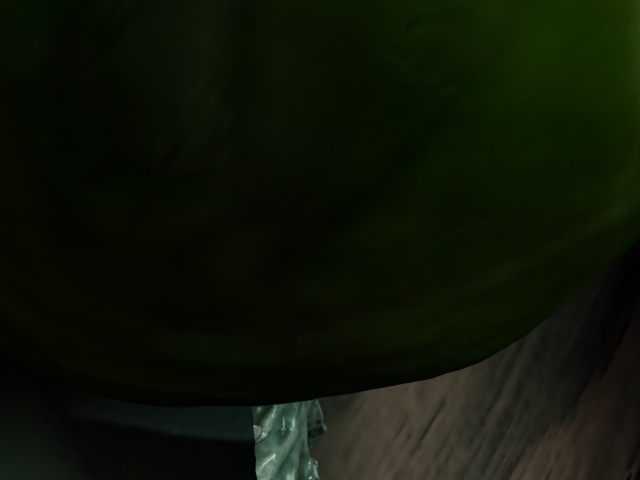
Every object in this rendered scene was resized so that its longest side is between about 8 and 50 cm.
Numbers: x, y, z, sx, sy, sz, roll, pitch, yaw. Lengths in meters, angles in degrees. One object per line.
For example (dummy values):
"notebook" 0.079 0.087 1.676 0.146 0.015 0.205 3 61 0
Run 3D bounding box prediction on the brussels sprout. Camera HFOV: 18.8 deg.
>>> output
"brussels sprout" -0.051 -0.121 0.520 0.355 0.289 0.281 24 64 -6

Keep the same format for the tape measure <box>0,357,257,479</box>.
"tape measure" -0.165 0.007 0.646 0.259 0.138 0.262 16 60 -39

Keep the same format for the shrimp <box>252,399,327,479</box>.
"shrimp" -0.004 -0.003 0.800 0.221 0.166 0.410 45 50 -66
